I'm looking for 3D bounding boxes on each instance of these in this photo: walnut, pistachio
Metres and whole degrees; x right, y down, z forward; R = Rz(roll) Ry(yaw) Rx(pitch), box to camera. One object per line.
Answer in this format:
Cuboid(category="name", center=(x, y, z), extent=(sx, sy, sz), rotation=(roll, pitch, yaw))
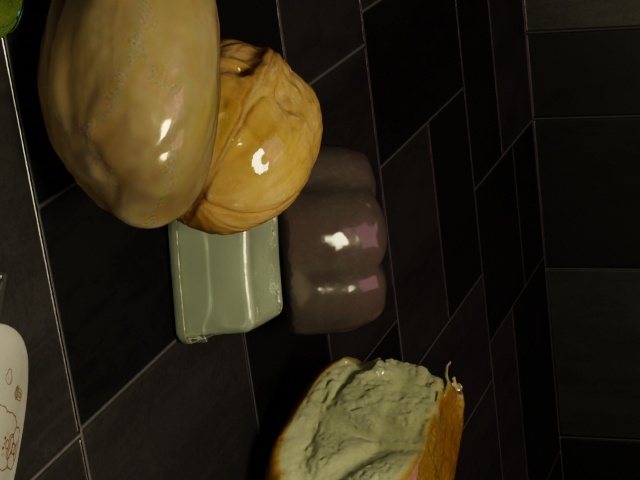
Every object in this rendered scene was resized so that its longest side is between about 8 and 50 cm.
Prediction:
Cuboid(category="walnut", center=(-0.094, -0.111, 1.617), extent=(0.225, 0.193, 0.193), rotation=(-56, 141, -48))
Cuboid(category="pistachio", center=(-0.170, -0.153, 1.438), extent=(0.182, 0.162, 0.293), rotation=(12, 67, -35))

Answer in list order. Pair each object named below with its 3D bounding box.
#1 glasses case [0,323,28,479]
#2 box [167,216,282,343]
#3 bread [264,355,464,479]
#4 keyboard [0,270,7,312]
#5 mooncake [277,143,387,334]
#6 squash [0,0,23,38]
Cuboid(category="glasses case", center=(-0.287, 0.165, 1.315), extent=(0.074, 0.049, 0.193), rotation=(41, 51, -61))
Cuboid(category="box", center=(-0.101, 0.025, 1.726), extent=(0.124, 0.093, 0.172), rotation=(-28, 116, -67))
Cuboid(category="bread", center=(0.051, 0.298, 1.941), extent=(0.279, 0.225, 0.250), rotation=(82, 26, -49))
Cuboid(category="keyboard", center=(-0.315, 0.198, 1.226), extent=(0.103, 0.041, 0.381), rotation=(19, 63, -35))
Cuboid(category="mooncake", center=(0.000, 0.000, 1.856), extent=(0.245, 0.133, 0.245), rotation=(175, -90, -80))
Cuboid(category="squash", center=(-0.325, -0.178, 1.178), extent=(0.331, 0.087, 0.087), rotation=(-19, 108, -68))
